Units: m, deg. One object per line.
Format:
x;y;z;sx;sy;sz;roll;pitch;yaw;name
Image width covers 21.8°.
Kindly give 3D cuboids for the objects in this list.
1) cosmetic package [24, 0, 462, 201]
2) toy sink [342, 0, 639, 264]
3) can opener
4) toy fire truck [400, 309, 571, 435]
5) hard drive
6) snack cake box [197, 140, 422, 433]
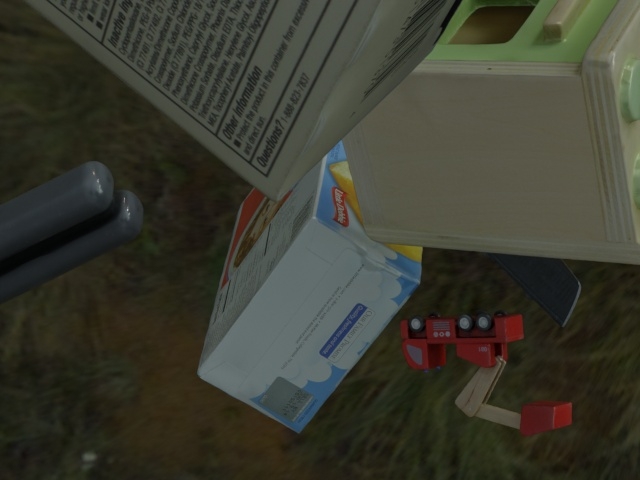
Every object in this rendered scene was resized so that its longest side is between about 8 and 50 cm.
-0.074;-0.177;0.651;0.296;0.129;0.153;39;142;6;cosmetic package
0.146;-0.084;0.948;0.234;0.153;0.131;6;129;29;toy sink
-0.268;0.037;1.299;0.283;0.076;0.095;-24;42;22;can opener
0.180;0.147;1.847;0.192;0.047;0.135;-4;91;34;toy fire truck
0.173;-0.029;1.752;0.054;0.172;0.255;-43;38;6;hard drive
0.000;0.000;1.221;0.089;0.264;0.152;31;116;-11;snack cake box
